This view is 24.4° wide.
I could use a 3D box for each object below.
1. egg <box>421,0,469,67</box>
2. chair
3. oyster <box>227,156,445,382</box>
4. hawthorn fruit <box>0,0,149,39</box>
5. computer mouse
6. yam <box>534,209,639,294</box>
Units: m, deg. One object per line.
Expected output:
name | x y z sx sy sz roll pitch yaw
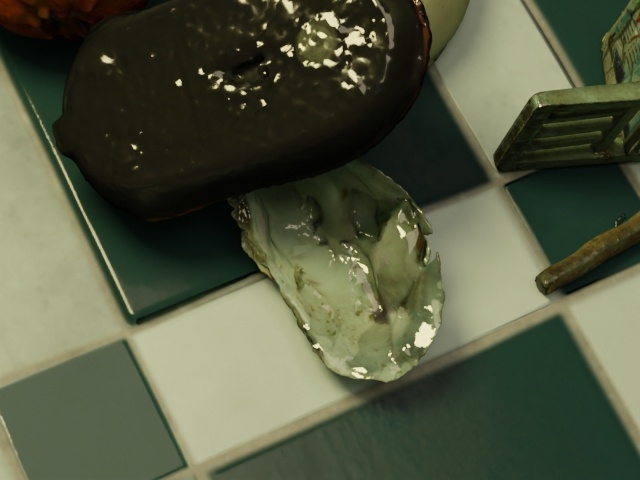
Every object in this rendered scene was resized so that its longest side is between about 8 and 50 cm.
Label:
egg | 0.027 -0.277 1.348 0.286 0.174 0.264 -27 79 -24
chair | 0.296 -0.158 1.374 0.270 0.136 0.147 -1 67 -11
oyster | -0.001 -0.001 1.273 0.252 0.087 0.199 21 87 19
hawthorn fruit | -0.225 -0.302 1.288 0.205 0.205 0.253 0 75 -12
computer mouse | -0.062 -0.128 1.226 0.323 0.116 0.183 -16 79 12
yam | 0.292 -0.011 1.374 0.234 0.029 0.027 -27 103 -22
